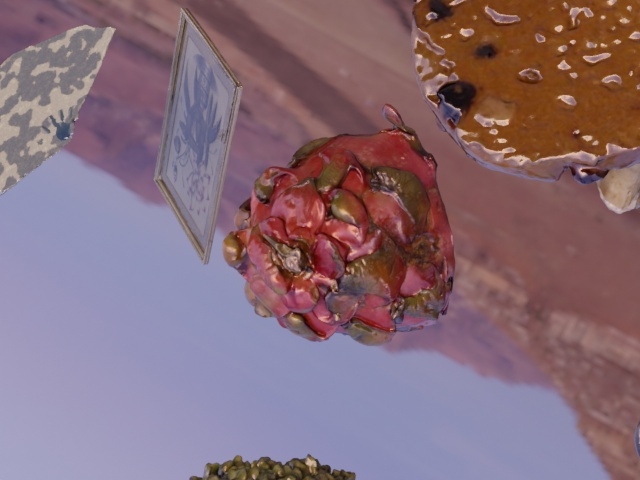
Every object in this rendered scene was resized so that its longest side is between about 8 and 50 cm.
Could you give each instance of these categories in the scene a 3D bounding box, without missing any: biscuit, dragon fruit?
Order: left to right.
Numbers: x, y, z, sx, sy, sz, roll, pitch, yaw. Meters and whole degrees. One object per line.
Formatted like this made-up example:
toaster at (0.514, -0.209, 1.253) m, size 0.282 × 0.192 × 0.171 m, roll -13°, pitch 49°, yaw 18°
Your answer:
dragon fruit at (0.000, 0.000, 2.051) m, size 0.263 × 0.314 × 0.296 m, roll -15°, pitch -176°, yaw -26°
biscuit at (0.210, -0.184, 1.289) m, size 0.296 × 0.296 × 0.075 m, roll 28°, pitch 175°, yaw 24°

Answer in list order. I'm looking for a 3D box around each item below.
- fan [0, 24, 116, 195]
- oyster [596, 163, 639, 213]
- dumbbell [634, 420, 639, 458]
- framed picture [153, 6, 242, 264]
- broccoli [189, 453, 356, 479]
fan at (-0.295, -0.131, 1.557) m, size 0.131 × 0.240 × 0.009 m, roll 33°, pitch 171°, yaw 26°
oyster at (0.288, -0.203, 1.635) m, size 0.110 × 0.166 × 0.341 m, roll -7°, pitch -125°, yaw -35°
dumbbell at (0.366, 0.208, 1.515) m, size 0.110 × 0.110 × 0.254 m, roll 28°, pitch -179°, yaw -5°
framed picture at (-0.136, -0.113, 1.675) m, size 0.010 × 0.231 × 0.173 m, roll -5°, pitch -143°, yaw -26°
broccoli at (-0.007, 0.295, 1.266) m, size 0.273 × 0.180 × 0.242 m, roll 87°, pitch 160°, yaw -52°
